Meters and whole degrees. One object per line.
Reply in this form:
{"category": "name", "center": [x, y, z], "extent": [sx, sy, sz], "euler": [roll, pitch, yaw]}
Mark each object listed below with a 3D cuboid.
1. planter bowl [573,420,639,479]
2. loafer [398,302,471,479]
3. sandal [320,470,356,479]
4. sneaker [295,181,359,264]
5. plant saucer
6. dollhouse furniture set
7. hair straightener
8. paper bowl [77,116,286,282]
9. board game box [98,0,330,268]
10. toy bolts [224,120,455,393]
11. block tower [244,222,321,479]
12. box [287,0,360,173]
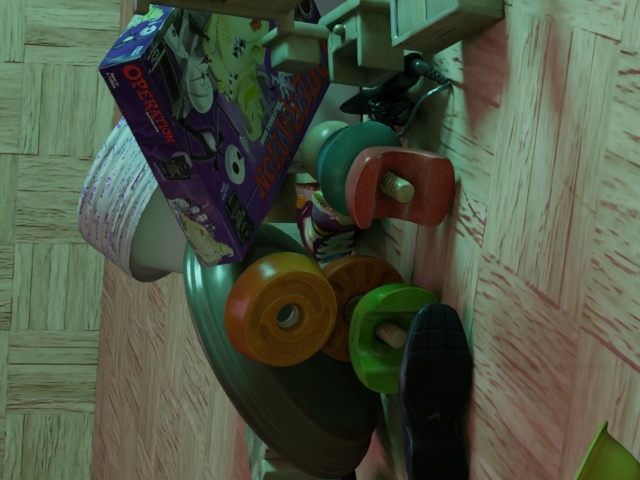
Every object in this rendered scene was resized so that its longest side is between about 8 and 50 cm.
{"category": "planter bowl", "center": [0.165, 0.223, 0.914], "extent": [0.217, 0.090, 0.217], "euler": [-58, -17, -29]}
{"category": "loafer", "center": [0.090, 0.136, 1.320], "extent": [0.061, 0.062, 0.170], "euler": [-165, 79, -79]}
{"category": "sandal", "center": [0.028, 0.322, 1.557], "extent": [0.097, 0.054, 0.255], "euler": [-100, 8, -57]}
{"category": "sneaker", "center": [0.018, -0.013, 1.598], "extent": [0.185, 0.069, 0.084], "euler": [-136, 40, -77]}
{"category": "plant saucer", "center": [-0.028, 0.092, 1.478], "extent": [0.041, 0.278, 0.278], "euler": [-31, 47, 22]}
{"category": "dollhouse furniture set", "center": [-0.043, -0.262, 1.247], "extent": [0.303, 0.355, 0.174], "euler": [-24, 65, 60]}
{"category": "hair straightener", "center": [0.069, -0.128, 1.468], "extent": [0.230, 0.047, 0.089], "euler": [-171, 83, -70]}
{"category": "paper bowl", "center": [-0.148, -0.073, 1.881], "extent": [0.148, 0.284, 0.284], "euler": [37, 140, 16]}
{"category": "board game box", "center": [-0.078, -0.159, 1.409], "extent": [0.347, 0.056, 0.208], "euler": [-67, -37, -51]}
{"category": "toy bolts", "center": [0.000, 0.000, 1.397], "extent": [0.158, 0.218, 0.229], "euler": [34, 115, 56]}
{"category": "block tower", "center": [-0.045, 0.121, 1.748], "extent": [0.091, 0.097, 0.335], "euler": [110, 154, -48]}
{"category": "box", "center": [-0.043, -0.195, 1.664], "extent": [0.127, 0.148, 0.232], "euler": [155, 115, -72]}
